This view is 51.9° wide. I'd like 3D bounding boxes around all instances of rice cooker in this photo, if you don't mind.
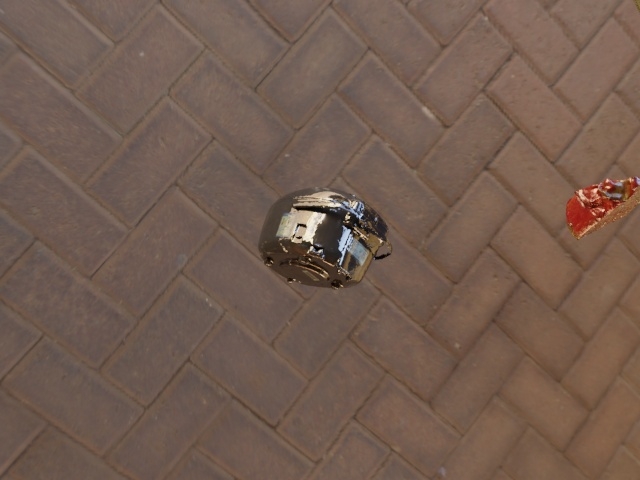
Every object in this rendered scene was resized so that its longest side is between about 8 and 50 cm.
[{"bbox_3d":[0.001,-0.001,0.926,0.142,0.203,0.118,40,62,-34],"label":"rice cooker"}]

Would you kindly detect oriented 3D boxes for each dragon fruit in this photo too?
[{"bbox_3d":[0.421,-0.065,0.978,0.097,0.131,0.063,-23,68,-11],"label":"dragon fruit"}]

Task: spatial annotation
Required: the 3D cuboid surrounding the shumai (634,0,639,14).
[{"bbox_3d":[0.344,-0.319,0.676,0.222,0.271,0.203,-2,122,-11],"label":"shumai"}]
